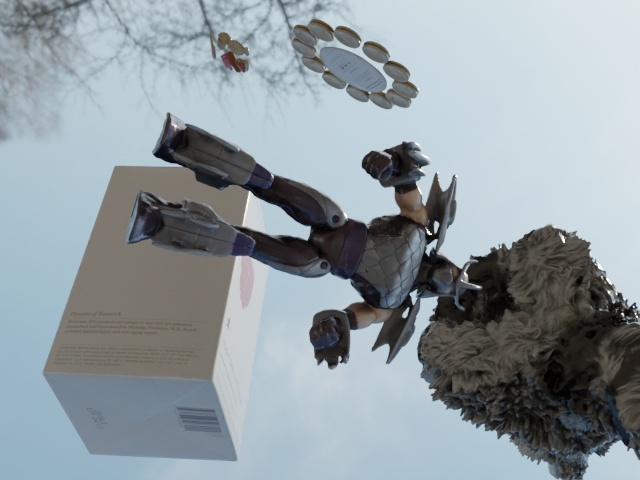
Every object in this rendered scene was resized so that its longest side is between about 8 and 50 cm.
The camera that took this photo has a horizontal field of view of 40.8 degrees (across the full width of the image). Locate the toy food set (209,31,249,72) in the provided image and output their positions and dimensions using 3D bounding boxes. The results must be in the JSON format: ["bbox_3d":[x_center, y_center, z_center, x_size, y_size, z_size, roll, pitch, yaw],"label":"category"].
[{"bbox_3d":[-0.166,-0.353,1.631,0.019,0.078,0.122,-29,-134,-29],"label":"toy food set"}]

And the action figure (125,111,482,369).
[{"bbox_3d":[0.000,0.000,0.666,0.099,0.284,0.186,176,-69,-75],"label":"action figure"}]

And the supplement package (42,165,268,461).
[{"bbox_3d":[-0.167,0.076,0.979,0.175,0.178,0.293,1,-130,7],"label":"supplement package"}]

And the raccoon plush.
[{"bbox_3d":[0.274,0.190,0.834,0.216,0.299,0.446,-39,-154,9],"label":"raccoon plush"}]

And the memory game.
[{"bbox_3d":[0.044,-0.225,1.112,0.186,0.186,0.012,18,-106,39],"label":"memory game"}]
